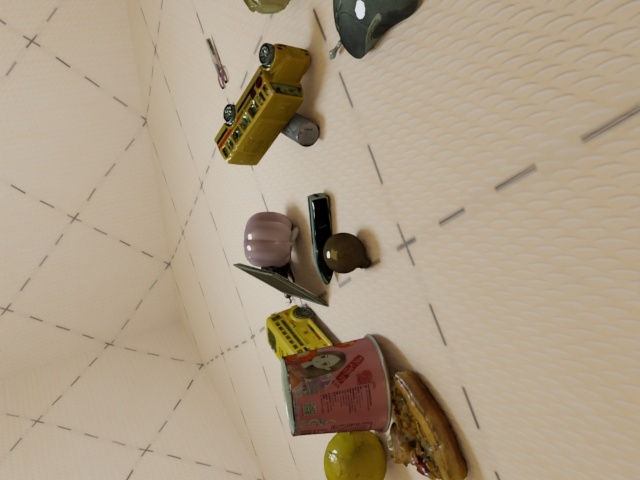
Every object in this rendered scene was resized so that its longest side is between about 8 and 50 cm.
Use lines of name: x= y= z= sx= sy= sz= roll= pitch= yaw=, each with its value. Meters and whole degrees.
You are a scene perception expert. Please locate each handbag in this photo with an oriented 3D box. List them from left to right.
handbag: x=-0.126 y=0.095 z=1.833 sx=0.139 sy=0.072 sz=0.115 roll=36 pitch=136 yaw=35

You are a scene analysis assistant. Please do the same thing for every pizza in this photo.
pizza: x=0.208 y=0.422 z=1.307 sx=0.287 sy=0.074 sz=0.251 roll=-25 pitch=80 yaw=64

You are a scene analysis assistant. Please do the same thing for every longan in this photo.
longan: x=0.064 y=0.034 z=1.352 sx=0.119 sy=0.106 sz=0.106 roll=27 pitch=147 yaw=0

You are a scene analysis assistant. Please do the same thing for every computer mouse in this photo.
computer mouse: x=0.068 y=-0.435 z=1.057 sx=0.379 sy=0.090 sz=0.167 roll=-38 pitch=69 yaw=66

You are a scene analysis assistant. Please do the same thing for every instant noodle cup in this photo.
instant noodle cup: x=0.030 y=0.364 z=1.389 sx=0.243 sy=0.231 sz=0.243 roll=174 pitch=90 yaw=-80

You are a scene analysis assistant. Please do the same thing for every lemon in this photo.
lemon: x=0.094 y=0.596 z=1.534 sx=0.173 sy=0.173 sz=0.206 roll=-178 pitch=86 yaw=-65

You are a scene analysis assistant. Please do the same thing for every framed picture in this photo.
framed picture: x=-0.123 y=0.128 z=1.700 sx=0.274 sy=0.217 sz=0.017 roll=9 pitch=70 yaw=56

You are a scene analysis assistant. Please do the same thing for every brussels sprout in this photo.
brussels sprout: x=-0.132 y=-0.620 z=1.308 sx=0.161 sy=0.144 sz=0.181 roll=12 pitch=107 yaw=25

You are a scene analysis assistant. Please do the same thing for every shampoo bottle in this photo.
shampoo bottle: x=-0.079 y=-0.302 z=1.472 sx=0.214 sy=0.072 sz=0.072 roll=41 pitch=140 yaw=51

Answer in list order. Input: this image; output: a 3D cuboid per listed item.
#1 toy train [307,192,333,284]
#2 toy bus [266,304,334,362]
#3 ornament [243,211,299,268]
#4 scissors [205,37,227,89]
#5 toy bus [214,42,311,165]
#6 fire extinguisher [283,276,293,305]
toy train: x=0.000 y=0.000 z=1.503 sx=0.048 sy=0.055 sz=0.252 roll=34 pitch=133 yaw=55
toy bus: x=-0.037 y=0.335 z=1.675 sx=0.330 sy=0.152 sz=0.144 roll=42 pitch=139 yaw=50
ornament: x=-0.143 y=-0.001 z=1.686 sx=0.177 sy=0.177 sz=0.177 roll=44 pitch=142 yaw=48
scissors: x=-0.353 y=-0.604 z=1.923 sx=0.176 sy=0.022 sz=0.085 roll=69 pitch=157 yaw=4
toy bus: x=-0.140 y=-0.328 z=1.405 sx=0.335 sy=0.121 sz=0.123 roll=-45 pitch=57 yaw=41
fire extinguisher: x=-0.107 y=0.163 z=1.876 sx=0.046 sy=0.032 sz=0.100 roll=-34 pitch=71 yaw=29
